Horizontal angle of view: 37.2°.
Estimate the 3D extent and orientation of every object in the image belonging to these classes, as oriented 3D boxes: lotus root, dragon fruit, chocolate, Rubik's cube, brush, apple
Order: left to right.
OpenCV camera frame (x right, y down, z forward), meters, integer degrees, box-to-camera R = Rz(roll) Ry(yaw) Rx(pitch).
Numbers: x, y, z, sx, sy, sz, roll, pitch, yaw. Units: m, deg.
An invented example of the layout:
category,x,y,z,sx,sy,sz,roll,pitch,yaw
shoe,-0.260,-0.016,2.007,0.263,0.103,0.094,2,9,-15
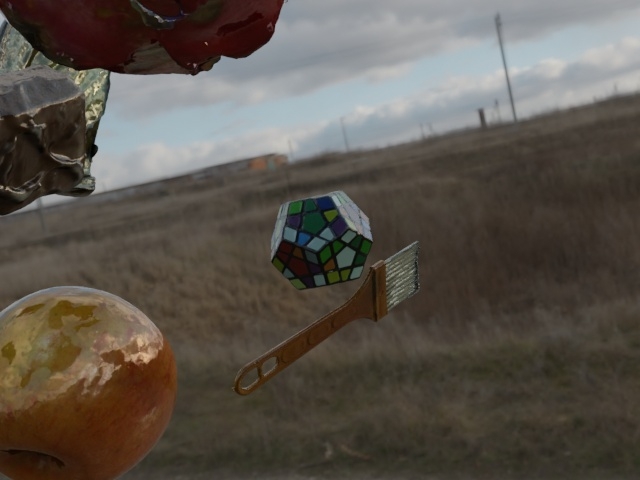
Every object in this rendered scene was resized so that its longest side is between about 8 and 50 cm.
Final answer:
category,x,y,z,sx,sy,sz,roll,pitch,yaw
chocolate,-0.345,-0.103,1.059,0.093,0.148,0.214,29,34,24
lotus root,-0.393,-0.210,1.343,0.142,0.314,0.210,-19,-43,38
apple,-0.359,0.216,1.346,0.299,0.299,0.275,-10,34,27
dragon fruit,-0.109,-0.325,0.762,0.386,0.370,0.249,-13,9,-34
Rubik's cube,0.000,0.000,1.170,0.133,0.111,0.133,-14,3,1
brush,0.014,0.101,1.156,0.314,0.090,0.017,-31,43,-33
